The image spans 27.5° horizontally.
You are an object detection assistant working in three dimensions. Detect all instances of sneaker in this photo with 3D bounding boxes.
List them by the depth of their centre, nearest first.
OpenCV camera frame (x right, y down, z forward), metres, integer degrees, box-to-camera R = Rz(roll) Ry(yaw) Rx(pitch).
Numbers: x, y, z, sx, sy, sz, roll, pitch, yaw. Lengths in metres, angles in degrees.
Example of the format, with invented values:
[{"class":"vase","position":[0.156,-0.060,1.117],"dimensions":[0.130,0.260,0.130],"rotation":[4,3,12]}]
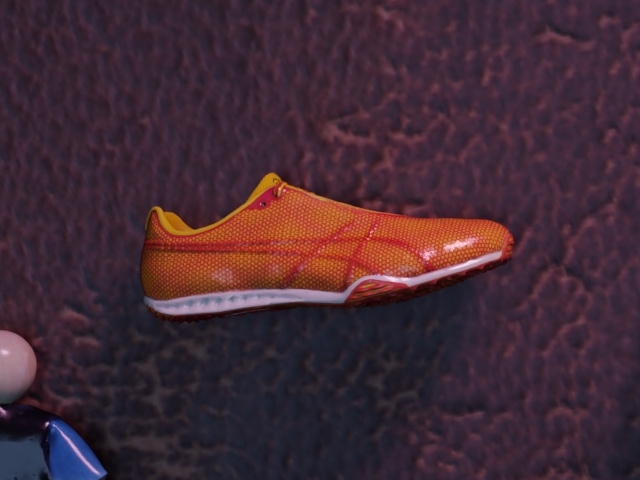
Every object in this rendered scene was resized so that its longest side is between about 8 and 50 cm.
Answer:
[{"class":"sneaker","position":[0.000,0.000,0.596],"dimensions":[0.175,0.064,0.068],"rotation":[-4,85,7]}]

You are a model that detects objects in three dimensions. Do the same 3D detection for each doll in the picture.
[{"class":"doll","position":[-0.162,0.138,0.642],"dimensions":[0.129,0.046,0.189],"rotation":[2,96,8]}]
